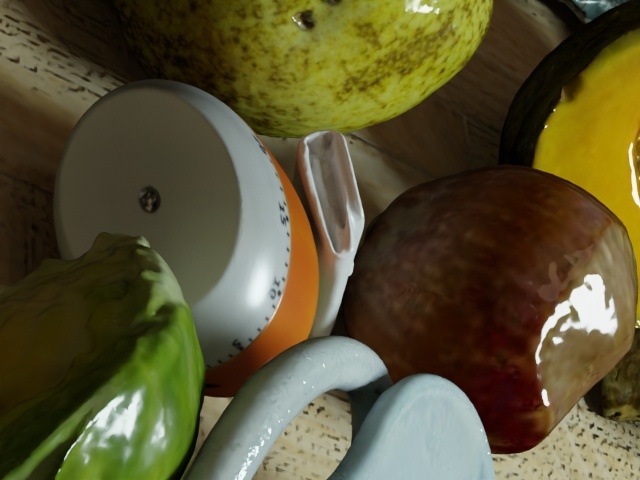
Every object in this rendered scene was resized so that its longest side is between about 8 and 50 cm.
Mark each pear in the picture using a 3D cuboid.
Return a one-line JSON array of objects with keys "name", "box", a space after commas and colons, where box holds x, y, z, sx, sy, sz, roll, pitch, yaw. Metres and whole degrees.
[{"name": "pear", "box": [-0.020, -0.145, 0.851, 0.197, 0.197, 0.197, 32, 42, -34]}]

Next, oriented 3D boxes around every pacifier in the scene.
[{"name": "pacifier", "box": [0.049, 0.161, 0.655, 0.287, 0.225, 0.238, -35, 129, -60]}]

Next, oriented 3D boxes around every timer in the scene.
[{"name": "timer", "box": [-0.052, 0.006, 0.769, 0.136, 0.099, 0.136, -12, 90, -84]}]

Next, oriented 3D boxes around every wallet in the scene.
[{"name": "wallet", "box": [0.000, 0.000, 0.829, 0.025, 0.122, 0.061, -7, 70, -9]}]

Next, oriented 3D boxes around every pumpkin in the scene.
[{"name": "pumpkin", "box": [0.231, -0.007, 1.076, 0.325, 0.242, 0.232, 43, 8, -15]}]

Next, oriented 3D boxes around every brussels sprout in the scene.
[{"name": "brussels sprout", "box": [-0.098, 0.066, 0.627, 0.100, 0.139, 0.181, 62, 30, -9]}]

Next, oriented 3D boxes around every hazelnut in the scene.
[{"name": "hazelnut", "box": [0.082, 0.028, 0.894, 0.143, 0.143, 0.154, 54, 51, -8]}]

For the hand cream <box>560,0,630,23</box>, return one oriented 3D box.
[{"name": "hand cream", "box": [0.149, -0.196, 1.216, 0.248, 0.052, 0.075, 31, 42, -35]}]
